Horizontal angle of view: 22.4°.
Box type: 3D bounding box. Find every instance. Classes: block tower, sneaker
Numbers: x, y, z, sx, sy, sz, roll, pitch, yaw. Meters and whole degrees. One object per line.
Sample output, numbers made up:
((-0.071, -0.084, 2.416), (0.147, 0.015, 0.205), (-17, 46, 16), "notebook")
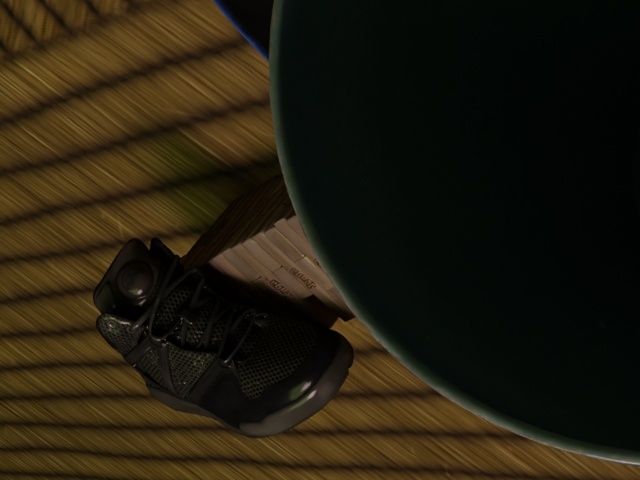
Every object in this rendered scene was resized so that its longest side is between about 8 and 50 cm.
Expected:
((0.000, 0.000, 1.117), (0.097, 0.091, 0.335), (43, 151, -10), "block tower")
((-0.080, 0.065, 1.117), (0.130, 0.087, 0.227), (46, 158, -29), "sneaker")

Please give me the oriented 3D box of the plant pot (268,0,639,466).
((0.154, -0.053, 0.573), (0.290, 0.290, 0.195), (20, 175, 30), "plant pot")

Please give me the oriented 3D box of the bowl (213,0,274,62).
((0.067, -0.168, 0.797), (0.391, 0.077, 0.391), (28, 151, 17), "bowl")
